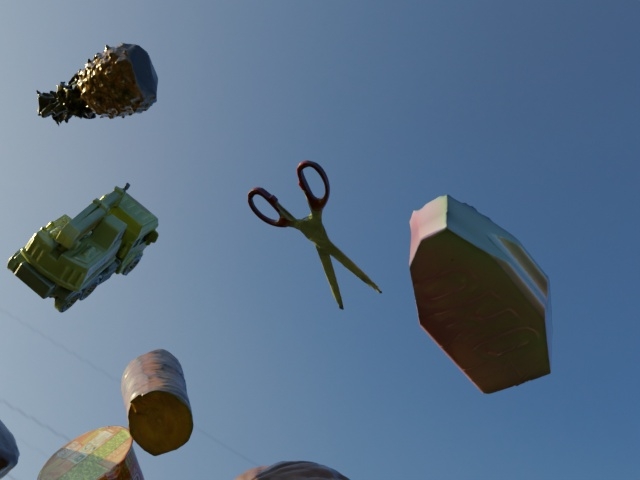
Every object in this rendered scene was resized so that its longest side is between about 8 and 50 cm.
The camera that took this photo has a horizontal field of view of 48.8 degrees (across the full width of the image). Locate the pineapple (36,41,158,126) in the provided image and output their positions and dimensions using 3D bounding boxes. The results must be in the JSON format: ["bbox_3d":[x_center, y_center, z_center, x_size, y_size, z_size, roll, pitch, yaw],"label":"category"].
[{"bbox_3d":[-0.339,-0.224,1.050,0.198,0.108,0.108,-12,-63,18],"label":"pineapple"}]

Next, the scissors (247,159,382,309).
[{"bbox_3d":[0.000,0.000,1.105,0.144,0.017,0.247,-25,-72,31],"label":"scissors"}]

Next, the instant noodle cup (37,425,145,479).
[{"bbox_3d":[-0.352,0.433,1.176,0.169,0.168,0.184,-8,-67,28],"label":"instant noodle cup"}]

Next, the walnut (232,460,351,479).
[{"bbox_3d":[-0.023,0.544,1.154,0.354,0.308,0.397,-7,-65,36],"label":"walnut"}]

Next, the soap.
[{"bbox_3d":[0.248,0.085,1.115,0.193,0.109,0.324,-29,-66,31],"label":"soap"}]

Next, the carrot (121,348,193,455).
[{"bbox_3d":[-0.277,0.260,1.181,0.114,0.114,0.302,50,-9,-13],"label":"carrot"}]

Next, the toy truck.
[{"bbox_3d":[-0.231,-0.002,0.720,0.077,0.169,0.100,40,-66,3],"label":"toy truck"}]

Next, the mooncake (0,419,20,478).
[{"bbox_3d":[-0.606,0.321,1.145,0.228,0.124,0.228,44,-12,12],"label":"mooncake"}]
